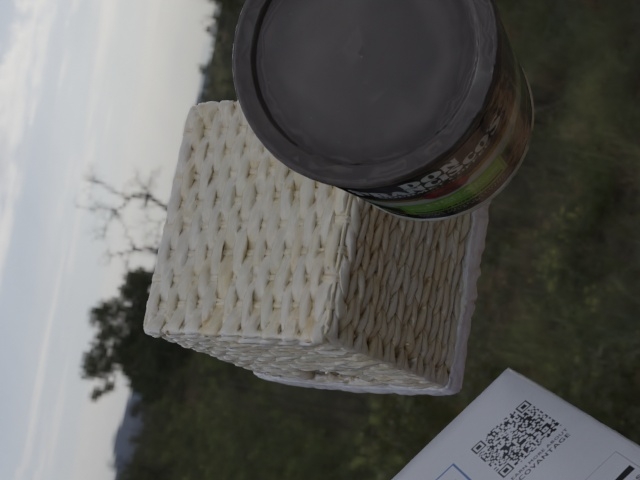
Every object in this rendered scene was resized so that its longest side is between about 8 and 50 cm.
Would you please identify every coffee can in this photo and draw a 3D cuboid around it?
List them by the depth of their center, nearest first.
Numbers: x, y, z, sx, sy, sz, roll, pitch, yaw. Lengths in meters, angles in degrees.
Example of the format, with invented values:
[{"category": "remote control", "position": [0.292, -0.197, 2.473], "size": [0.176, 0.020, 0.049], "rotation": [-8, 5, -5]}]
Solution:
[{"category": "coffee can", "position": [0.068, -0.128, 0.932], "size": [0.275, 0.201, 0.202], "rotation": [15, -94, -73]}]

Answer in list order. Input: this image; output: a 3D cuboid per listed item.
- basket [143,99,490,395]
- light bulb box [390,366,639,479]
[{"category": "basket", "position": [0.000, 0.000, 1.369], "size": [0.328, 0.266, 0.331], "rotation": [-1, 71, 40]}, {"category": "light bulb box", "position": [0.147, 0.324, 0.759], "size": [0.358, 0.225, 0.361], "rotation": [-43, 18, -5]}]
